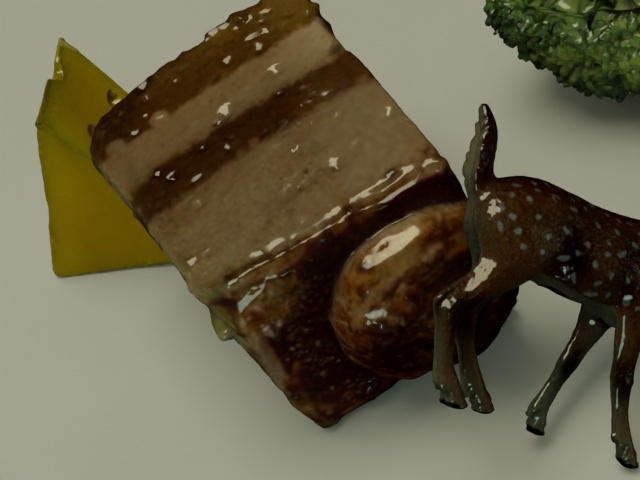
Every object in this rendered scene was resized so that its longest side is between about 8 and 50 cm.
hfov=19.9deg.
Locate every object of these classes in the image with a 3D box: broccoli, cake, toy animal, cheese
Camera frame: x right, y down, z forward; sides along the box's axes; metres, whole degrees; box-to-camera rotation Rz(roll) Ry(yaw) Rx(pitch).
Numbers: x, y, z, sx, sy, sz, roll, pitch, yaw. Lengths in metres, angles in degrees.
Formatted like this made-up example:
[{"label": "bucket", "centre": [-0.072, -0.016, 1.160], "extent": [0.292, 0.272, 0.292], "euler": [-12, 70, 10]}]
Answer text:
[{"label": "broccoli", "centre": [0.238, -0.198, 1.292], "extent": [0.226, 0.176, 0.198], "euler": [5, 54, -12]}, {"label": "cake", "centre": [0.000, 0.000, 1.234], "extent": [0.199, 0.196, 0.293], "euler": [-34, 50, -2]}, {"label": "toy animal", "centre": [0.189, 0.005, 1.138], "extent": [0.087, 0.243, 0.260], "euler": [16, 85, 54]}, {"label": "cheese", "centre": [-0.172, -0.064, 1.382], "extent": [0.126, 0.171, 0.093], "euler": [-5, 50, 22]}]
